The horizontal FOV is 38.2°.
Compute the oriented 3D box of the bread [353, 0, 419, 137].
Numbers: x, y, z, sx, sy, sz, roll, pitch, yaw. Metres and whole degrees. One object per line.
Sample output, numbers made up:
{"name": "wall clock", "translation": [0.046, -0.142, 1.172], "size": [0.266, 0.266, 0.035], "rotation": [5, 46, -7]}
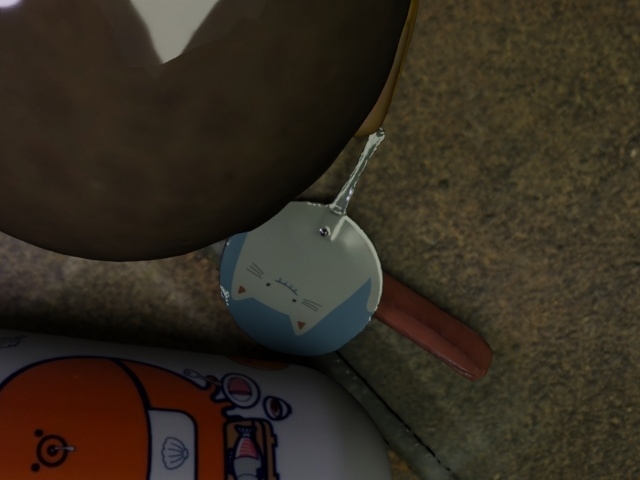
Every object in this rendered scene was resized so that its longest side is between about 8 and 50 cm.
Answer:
{"name": "bread", "translation": [0.012, -0.122, 0.567], "size": [0.082, 0.056, 0.115], "rotation": [5, 117, -10]}

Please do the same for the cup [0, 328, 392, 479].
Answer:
{"name": "cup", "translation": [-0.127, 0.169, 0.582], "size": [0.317, 0.212, 0.212], "rotation": [8, 111, -18]}

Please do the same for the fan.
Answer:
{"name": "fan", "translation": [0.000, 0.000, 0.626], "size": [0.113, 0.005, 0.175], "rotation": [28, 105, -1]}

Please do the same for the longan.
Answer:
{"name": "longan", "translation": [-0.097, -0.124, 0.428], "size": [0.300, 0.243, 0.300], "rotation": [5, 126, 7]}

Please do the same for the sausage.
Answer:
{"name": "sausage", "translation": [0.070, 0.058, 0.672], "size": [0.147, 0.035, 0.030], "rotation": [34, 71, -24]}
